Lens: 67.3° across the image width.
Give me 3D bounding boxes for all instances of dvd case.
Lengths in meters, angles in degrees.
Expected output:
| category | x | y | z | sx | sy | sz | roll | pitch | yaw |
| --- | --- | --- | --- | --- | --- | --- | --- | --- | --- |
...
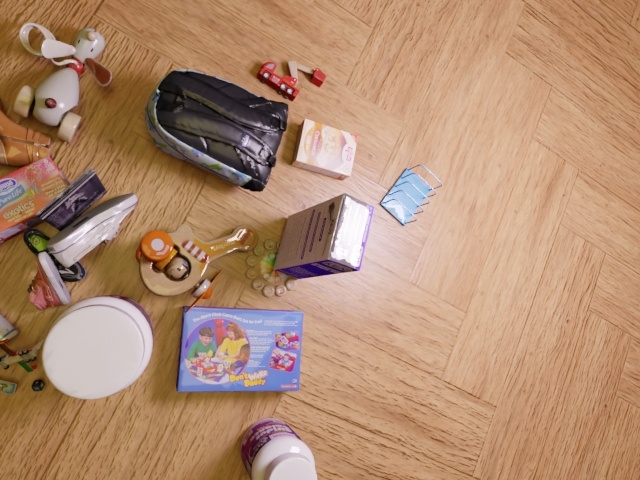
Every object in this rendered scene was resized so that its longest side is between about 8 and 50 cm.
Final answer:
| category | x | y | z | sx | sy | sz | roll | pitch | yaw |
| --- | --- | --- | --- | --- | --- | --- | --- | --- | --- |
| dvd case | -0.630 | -0.100 | 1.232 | 0.018 | 0.221 | 0.164 | 44 | 73 | -7 |

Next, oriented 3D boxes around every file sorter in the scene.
| category | x | y | z | sx | sy | sz | roll | pitch | yaw |
| --- | --- | --- | --- | --- | --- | --- | --- | --- | --- |
| file sorter | 0.310 | -0.155 | 1.617 | 0.118 | 0.104 | 0.170 | 41 | 73 | -11 |

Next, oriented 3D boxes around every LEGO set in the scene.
| category | x | y | z | sx | sy | sz | roll | pitch | yaw |
| --- | --- | --- | --- | --- | --- | --- | --- | --- | --- |
| LEGO set | -0.808 | 0.302 | 1.198 | 0.245 | 0.060 | 0.182 | 22 | 121 | -20 |

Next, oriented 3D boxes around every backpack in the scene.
| category | x | y | z | sx | sy | sz | roll | pitch | yaw |
| --- | --- | --- | --- | --- | --- | --- | --- | --- | --- |
| backpack | -0.312 | -0.324 | 1.366 | 0.356 | 0.274 | 0.289 | 19 | 80 | -38 |

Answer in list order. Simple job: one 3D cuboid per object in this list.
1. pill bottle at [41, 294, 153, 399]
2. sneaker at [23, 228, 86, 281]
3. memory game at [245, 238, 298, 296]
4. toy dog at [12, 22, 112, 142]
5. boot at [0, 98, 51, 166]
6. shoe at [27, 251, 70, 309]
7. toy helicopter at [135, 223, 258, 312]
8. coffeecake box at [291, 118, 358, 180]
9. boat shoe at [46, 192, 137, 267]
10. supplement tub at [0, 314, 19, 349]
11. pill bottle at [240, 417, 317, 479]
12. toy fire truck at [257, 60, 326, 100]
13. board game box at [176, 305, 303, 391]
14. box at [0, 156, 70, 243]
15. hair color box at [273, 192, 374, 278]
| category | x | y | z | sx | sy | sz | roll | pitch | yaw |
| --- | --- | --- | --- | --- | --- | --- | --- | --- | --- |
| pill bottle | -0.517 | 0.243 | 1.147 | 0.224 | 0.392 | 0.223 | 2 | 84 | -19 |
| sneaker | -0.708 | 0.043 | 1.268 | 0.188 | 0.078 | 0.067 | 46 | 72 | -12 |
| memory game | -0.141 | 0.084 | 1.490 | 0.186 | 0.012 | 0.186 | 2 | 84 | -19 |
| toy dog | -0.677 | -0.435 | 1.272 | 0.220 | 0.161 | 0.333 | 4 | 85 | -32 |
| boot | -0.804 | -0.290 | 1.281 | 0.153 | 0.073 | 0.196 | -2 | 84 | -27 |
| shoe | -0.712 | 0.109 | 1.229 | 0.081 | 0.063 | 0.177 | -15 | 134 | -16 |
| toy helicopter | -0.330 | 0.056 | 1.371 | 0.355 | 0.140 | 0.234 | -23 | 87 | -30 |
| coffeecake box | 0.014 | -0.290 | 1.549 | 0.186 | 0.068 | 0.142 | 14 | 80 | -17 |
| boat shoe | -0.594 | -0.031 | 1.294 | 0.267 | 0.096 | 0.088 | -51 | 131 | -40 |
| supplement tub | -0.830 | 0.222 | 1.214 | 0.107 | 0.071 | 0.071 | 46 | 73 | -10 |
| pill bottle | -0.112 | 0.599 | 1.296 | 0.170 | 0.301 | 0.169 | 2 | 84 | -19 |
| toy fire truck | -0.092 | -0.528 | 1.547 | 0.192 | 0.047 | 0.135 | 31 | 76 | -13 |
| board game box | -0.231 | 0.315 | 1.403 | 0.348 | 0.078 | 0.233 | 6 | 83 | -18 |
| box | -0.775 | -0.096 | 1.233 | 0.257 | 0.128 | 0.122 | -32 | 96 | -18 |
| hair color box | 0.000 | 0.000 | 1.361 | 0.110 | 0.339 | 0.185 | 21 | 73 | -24 |
